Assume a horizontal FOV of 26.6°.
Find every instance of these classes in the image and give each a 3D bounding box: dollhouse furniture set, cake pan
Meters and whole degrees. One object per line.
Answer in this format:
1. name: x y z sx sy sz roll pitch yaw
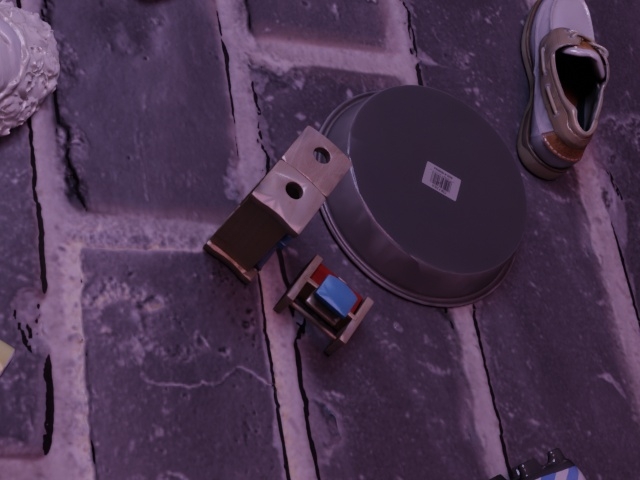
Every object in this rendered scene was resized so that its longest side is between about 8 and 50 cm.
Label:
1. dollhouse furniture set: 0.000 0.000 1.463 0.184 0.129 0.129 41 51 -5
2. cake pan: 0.130 -0.064 1.625 0.293 0.054 0.293 14 59 -25

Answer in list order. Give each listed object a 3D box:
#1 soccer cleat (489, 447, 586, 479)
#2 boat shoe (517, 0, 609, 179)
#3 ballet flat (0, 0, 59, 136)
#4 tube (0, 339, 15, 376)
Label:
1. soccer cleat: 0.175 0.325 1.401 0.331 0.116 0.143 -16 74 -36
2. boat shoe: 0.335 -0.225 1.802 0.113 0.103 0.302 21 56 -21
3. ballet flat: -0.396 -0.144 1.303 0.409 0.147 0.147 -34 85 -39
4. tube: -0.398 0.066 1.235 0.240 0.062 0.070 33 33 -9
